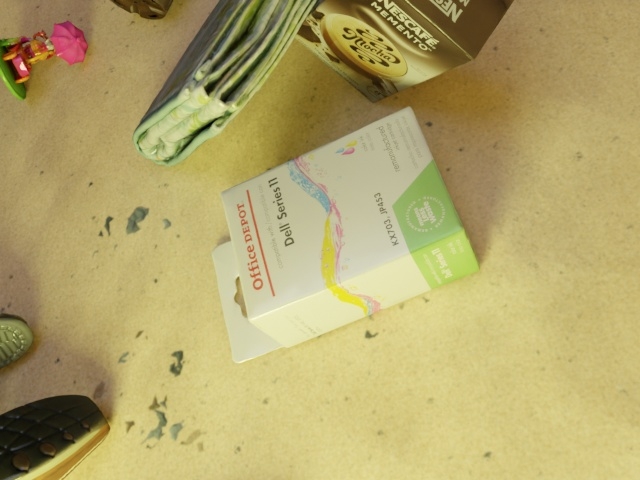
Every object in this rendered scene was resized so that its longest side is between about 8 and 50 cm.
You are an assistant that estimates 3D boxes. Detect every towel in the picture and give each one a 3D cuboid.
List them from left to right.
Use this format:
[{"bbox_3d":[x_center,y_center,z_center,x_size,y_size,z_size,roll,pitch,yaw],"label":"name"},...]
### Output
[{"bbox_3d":[-0.138,-0.274,1.055,0.321,0.090,0.374,-60,22,-16],"label":"towel"}]

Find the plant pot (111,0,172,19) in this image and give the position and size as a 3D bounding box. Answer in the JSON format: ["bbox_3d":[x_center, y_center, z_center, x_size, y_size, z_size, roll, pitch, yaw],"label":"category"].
[{"bbox_3d":[-0.316,-0.510,1.314,0.166,0.167,0.165,13,79,28],"label":"plant pot"}]

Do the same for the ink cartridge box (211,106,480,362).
[{"bbox_3d":[0.000,0.000,0.935,0.353,0.119,0.207,-24,58,10],"label":"ink cartridge box"}]

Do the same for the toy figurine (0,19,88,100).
[{"bbox_3d":[-0.525,-0.364,1.369,0.159,0.130,0.173,-22,33,-4],"label":"toy figurine"}]

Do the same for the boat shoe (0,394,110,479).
[{"bbox_3d":[-0.428,0.327,0.933,0.324,0.120,0.122,-31,44,-27],"label":"boat shoe"}]

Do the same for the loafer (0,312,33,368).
[{"bbox_3d":[-0.565,0.155,1.109,0.251,0.094,0.087,-12,29,3],"label":"loafer"}]

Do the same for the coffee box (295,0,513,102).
[{"bbox_3d":[0.094,-0.296,0.926,0.119,0.168,0.297,-56,15,-10],"label":"coffee box"}]
